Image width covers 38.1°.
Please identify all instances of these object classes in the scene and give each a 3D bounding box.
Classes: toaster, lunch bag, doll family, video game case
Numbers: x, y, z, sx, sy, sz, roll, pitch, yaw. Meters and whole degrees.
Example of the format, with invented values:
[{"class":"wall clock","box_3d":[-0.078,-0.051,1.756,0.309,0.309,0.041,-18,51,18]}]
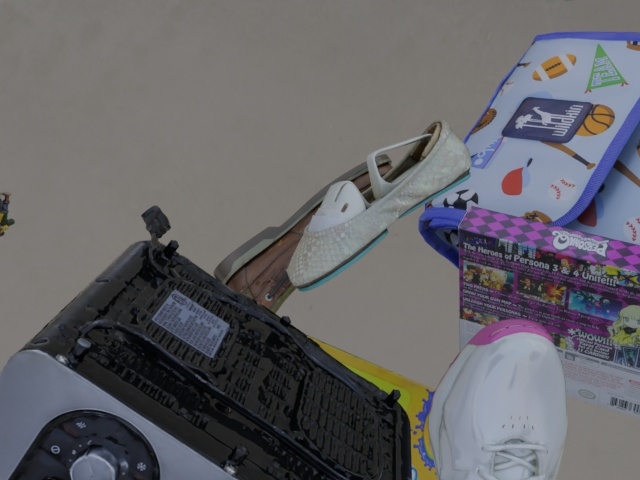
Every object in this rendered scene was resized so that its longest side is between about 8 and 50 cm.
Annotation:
[{"class":"toaster","box_3d":[-0.052,0.091,0.401,0.168,0.185,0.110,35,105,-5]},{"class":"lunch bag","box_3d":[0.348,-0.048,1.072,0.385,0.239,0.328,30,66,13]},{"class":"doll family","box_3d":[-0.675,-0.038,1.797,0.193,0.076,0.111,3,102,-41]},{"class":"video game case","box_3d":[0.251,0.078,0.918,0.232,0.210,0.042,15,48,24]}]

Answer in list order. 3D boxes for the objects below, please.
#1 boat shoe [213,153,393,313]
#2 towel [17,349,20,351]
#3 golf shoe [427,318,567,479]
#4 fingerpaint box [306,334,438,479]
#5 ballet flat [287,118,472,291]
[{"class":"boat shoe","box_3d":[0.000,0.000,1.317,0.307,0.110,0.104,-37,80,-10]},{"class":"towel","box_3d":[-0.454,0.334,1.763,0.235,0.121,0.283,-9,79,-13]},{"class":"golf shoe","box_3d":[0.140,0.213,0.713,0.115,0.140,0.306,3,110,-12]},{"class":"fingerpaint box","box_3d":[0.042,0.455,1.776,0.371,0.163,0.444,22,81,5]},{"class":"ballet flat","box_3d":[0.034,-0.029,0.639,0.168,0.057,0.052,-36,107,-25]}]
